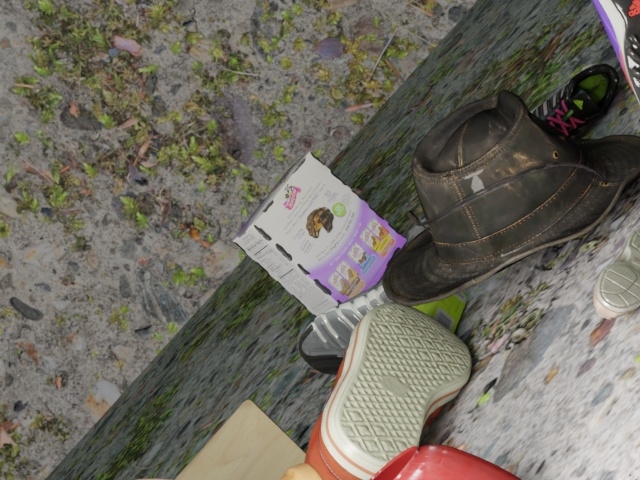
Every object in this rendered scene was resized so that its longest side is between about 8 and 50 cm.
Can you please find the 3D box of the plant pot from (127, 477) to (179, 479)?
[{"bbox_3d":[-0.143,0.362,1.384,0.263,0.263,0.229,-56,-6,-45],"label":"plant pot"}]

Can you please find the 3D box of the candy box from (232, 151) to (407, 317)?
[{"bbox_3d":[0.000,0.000,2.422,0.165,0.196,0.070,-53,9,-34],"label":"candy box"}]

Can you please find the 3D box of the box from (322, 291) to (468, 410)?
[{"bbox_3d":[0.084,0.127,1.911,0.178,0.042,0.109,-43,8,30],"label":"box"}]

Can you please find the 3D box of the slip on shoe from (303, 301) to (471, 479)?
[{"bbox_3d":[0.059,0.154,1.627,0.101,0.123,0.331,-57,-1,29],"label":"slip on shoe"}]

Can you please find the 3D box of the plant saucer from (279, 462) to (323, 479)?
[{"bbox_3d":[-0.005,0.263,1.236,0.037,0.200,0.200,-12,1,-12],"label":"plant saucer"}]

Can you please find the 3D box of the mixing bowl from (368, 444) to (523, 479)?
[{"bbox_3d":[0.072,0.218,1.258,0.181,0.098,0.181,-44,1,1],"label":"mixing bowl"}]

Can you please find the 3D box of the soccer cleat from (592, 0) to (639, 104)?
[{"bbox_3d":[0.305,-0.253,1.645,0.109,0.318,0.116,-22,5,11],"label":"soccer cleat"}]

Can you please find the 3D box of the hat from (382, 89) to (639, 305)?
[{"bbox_3d":[0.177,-0.071,1.730,0.331,0.134,0.331,-29,12,7],"label":"hat"}]

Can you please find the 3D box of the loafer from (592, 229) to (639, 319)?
[{"bbox_3d":[0.259,0.037,1.447,0.125,0.045,0.039,-47,-12,-50],"label":"loafer"}]

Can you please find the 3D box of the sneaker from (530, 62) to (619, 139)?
[{"bbox_3d":[0.300,-0.155,2.051,0.170,0.063,0.075,-45,1,-12],"label":"sneaker"}]

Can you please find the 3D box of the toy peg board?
[{"bbox_3d":[-0.066,0.281,1.773,0.161,0.079,0.161,-49,48,-3],"label":"toy peg board"}]

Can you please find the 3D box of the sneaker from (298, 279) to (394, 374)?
[{"bbox_3d":[0.082,0.077,2.079,0.229,0.086,0.132,-32,10,29],"label":"sneaker"}]
